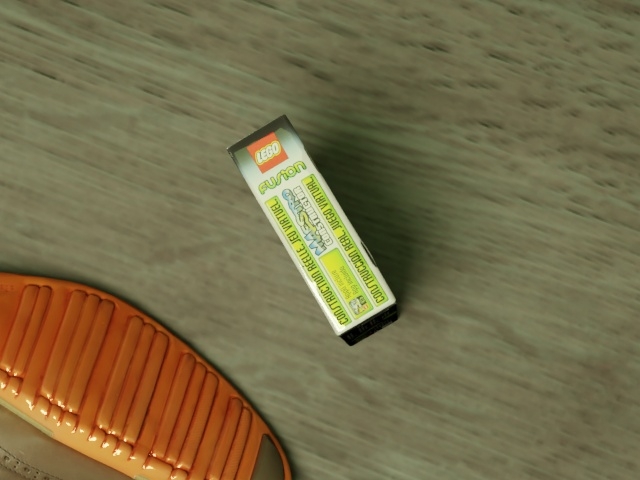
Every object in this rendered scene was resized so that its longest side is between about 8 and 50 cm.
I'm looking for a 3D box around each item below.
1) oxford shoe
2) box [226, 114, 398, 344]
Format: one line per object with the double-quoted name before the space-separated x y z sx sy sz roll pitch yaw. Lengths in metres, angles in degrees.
"oxford shoe" -0.194 0.096 1.169 0.364 0.130 0.132 25 120 -3
"box" 0.000 0.000 1.105 0.036 0.207 0.114 -31 84 0
